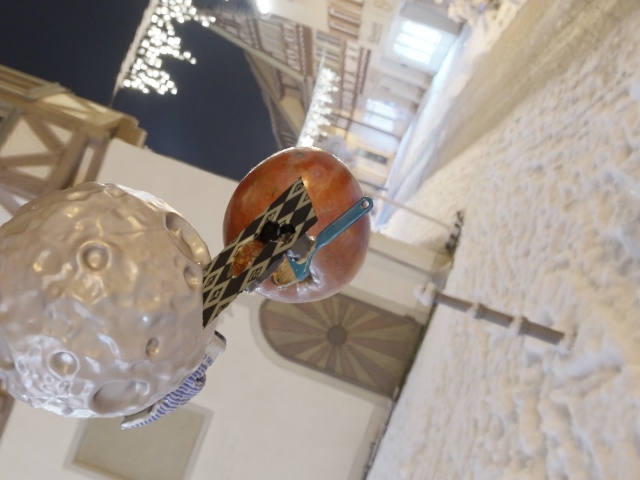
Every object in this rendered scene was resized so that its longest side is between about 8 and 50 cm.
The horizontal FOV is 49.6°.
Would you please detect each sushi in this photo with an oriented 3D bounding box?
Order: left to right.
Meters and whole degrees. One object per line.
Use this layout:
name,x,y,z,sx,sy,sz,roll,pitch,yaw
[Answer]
sushi,-0.046,0.014,0.571,0.126,0.026,0.120,-43,22,9

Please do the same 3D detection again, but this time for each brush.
brush,0.000,0.000,0.847,0.164,0.051,0.014,-39,-30,17

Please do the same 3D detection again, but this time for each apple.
apple,-0.036,-0.031,1.102,0.253,0.253,0.253,20,-90,-89

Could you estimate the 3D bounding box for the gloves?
gloves,-0.257,0.239,1.197,0.229,0.097,0.119,-42,-34,-7

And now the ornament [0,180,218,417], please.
ornament,-0.301,0.077,0.982,0.337,0.337,0.337,20,-90,-89
